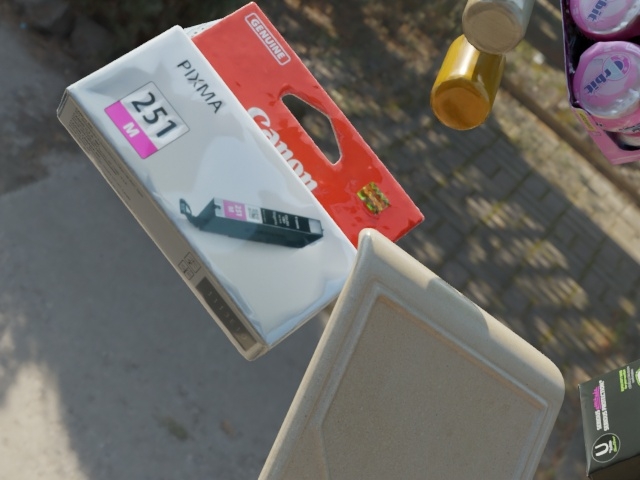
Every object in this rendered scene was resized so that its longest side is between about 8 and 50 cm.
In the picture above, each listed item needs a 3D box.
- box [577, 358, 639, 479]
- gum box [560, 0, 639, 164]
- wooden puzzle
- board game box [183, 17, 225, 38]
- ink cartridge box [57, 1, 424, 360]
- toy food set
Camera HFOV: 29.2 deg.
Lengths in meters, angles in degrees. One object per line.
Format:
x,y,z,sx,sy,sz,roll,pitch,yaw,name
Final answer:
0.162,0.081,0.519,0.062,0.083,0.052,45,33,-30,box
0.210,-0.151,0.850,0.107,0.062,0.188,31,54,-56,gum box
0.050,0.142,0.759,0.221,0.044,0.238,35,68,-38,wooden puzzle
-0.113,-0.217,1.393,0.020,0.090,0.090,63,19,-45,board game box
-0.054,-0.070,1.082,0.239,0.060,0.275,-37,88,-30,ink cartridge box
0.069,-0.195,0.753,0.232,0.111,0.104,52,34,-20,toy food set
